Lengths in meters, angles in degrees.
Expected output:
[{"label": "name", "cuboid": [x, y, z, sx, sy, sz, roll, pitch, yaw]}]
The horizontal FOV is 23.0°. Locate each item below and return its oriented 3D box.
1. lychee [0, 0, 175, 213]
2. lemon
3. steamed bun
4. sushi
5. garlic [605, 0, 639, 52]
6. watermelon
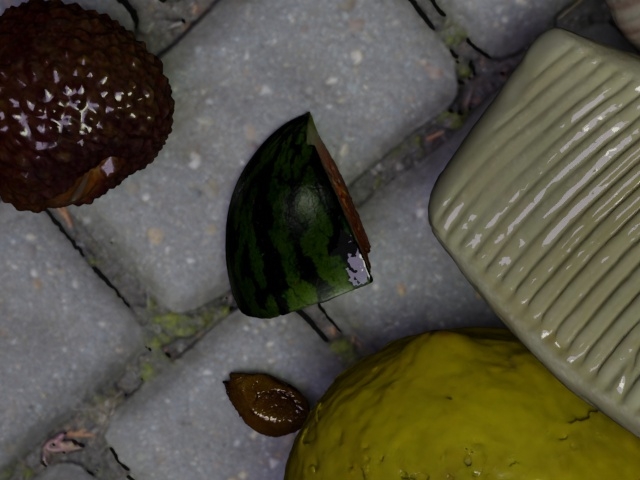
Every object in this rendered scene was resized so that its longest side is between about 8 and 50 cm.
[{"label": "lychee", "cuboid": [-0.229, -0.122, 1.357, 0.188, 0.188, 0.188, 1, 103, 7]}, {"label": "lemon", "cuboid": [0.139, 0.253, 1.310, 0.350, 0.350, 0.387, -8, 104, 9]}, {"label": "steamed bun", "cuboid": [0.284, 0.022, 1.184, 0.383, 0.236, 0.247, 39, 101, 36]}, {"label": "sushi", "cuboid": [-0.050, 0.154, 1.455, 0.099, 0.047, 0.050, 34, 61, 10]}, {"label": "garlic", "cuboid": [0.339, -0.267, 1.216, 0.322, 0.241, 0.322, 0, 88, 7]}, {"label": "watermelon", "cuboid": [-0.019, -0.004, 1.368, 0.137, 0.145, 0.193, 17, 104, -2]}]
